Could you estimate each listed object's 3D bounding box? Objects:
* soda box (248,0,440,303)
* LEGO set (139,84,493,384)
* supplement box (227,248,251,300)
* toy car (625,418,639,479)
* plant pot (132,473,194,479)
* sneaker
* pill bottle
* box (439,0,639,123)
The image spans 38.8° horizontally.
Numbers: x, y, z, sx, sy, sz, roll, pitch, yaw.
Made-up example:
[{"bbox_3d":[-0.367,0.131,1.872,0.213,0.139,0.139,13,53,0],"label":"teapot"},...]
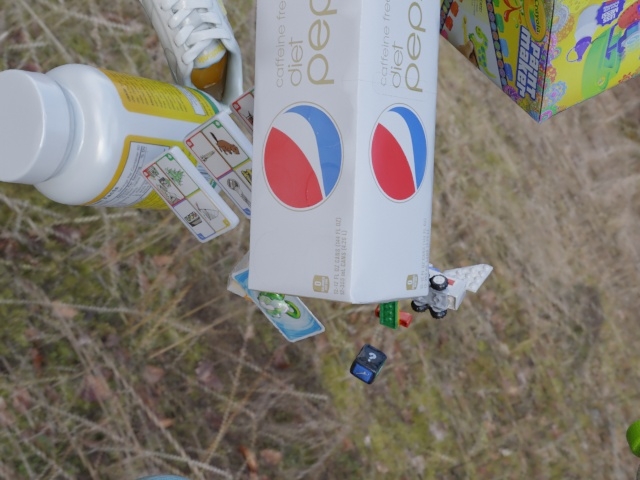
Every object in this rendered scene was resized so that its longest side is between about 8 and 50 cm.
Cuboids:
[{"bbox_3d":[0.013,-0.078,0.471,0.069,0.074,0.216,-3,96,-49],"label":"soda box"},{"bbox_3d":[0.000,0.000,0.671,0.244,0.182,0.060,50,50,-13],"label":"LEGO set"},{"bbox_3d":[-0.088,0.045,1.356,0.062,0.098,0.036,27,35,-19],"label":"supplement box"},{"bbox_3d":[0.478,0.276,1.051,0.189,0.149,0.155,21,36,-21],"label":"toy car"},{"bbox_3d":[-0.226,0.447,1.285,0.290,0.195,0.290,11,38,-9],"label":"plant pot"},{"bbox_3d":[-0.126,-0.223,0.886,0.092,0.087,0.228,55,-9,38],"label":"sneaker"},{"bbox_3d":[-0.181,-0.086,0.778,0.208,0.118,0.117,0,64,-56],"label":"pill bottle"},{"bbox_3d":[0.293,-0.328,1.053,0.279,0.290,0.177,53,-18,36],"label":"box"}]
